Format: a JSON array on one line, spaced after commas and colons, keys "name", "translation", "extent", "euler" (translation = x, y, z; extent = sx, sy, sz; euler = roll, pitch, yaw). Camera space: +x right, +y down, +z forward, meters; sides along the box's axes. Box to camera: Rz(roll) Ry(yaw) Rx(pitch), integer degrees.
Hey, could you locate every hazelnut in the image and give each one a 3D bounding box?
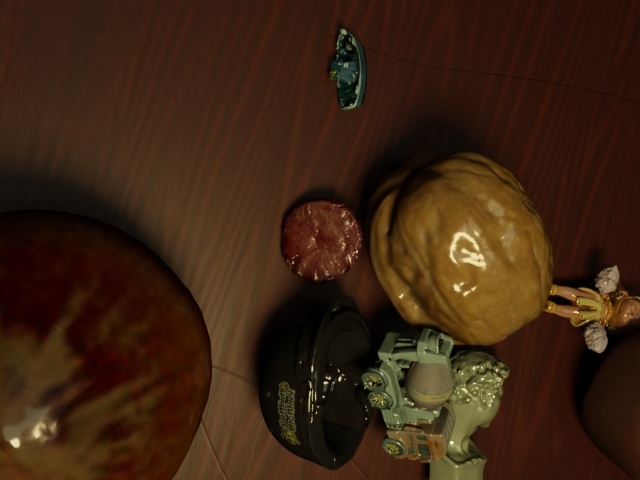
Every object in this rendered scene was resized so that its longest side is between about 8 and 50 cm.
[{"name": "hazelnut", "translation": [-0.334, 0.158, 0.827], "extent": [0.402, 0.402, 0.429], "euler": [-32, 97, -16]}]

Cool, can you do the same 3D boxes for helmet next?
[{"name": "helmet", "translation": [-0.017, 0.227, 1.026], "extent": [0.230, 0.161, 0.278], "euler": [-28, 113, -57]}]

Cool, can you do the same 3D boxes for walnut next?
[{"name": "walnut", "translation": [0.237, 0.019, 1.052], "extent": [0.306, 0.306, 0.343], "euler": [-33, 110, -16]}]

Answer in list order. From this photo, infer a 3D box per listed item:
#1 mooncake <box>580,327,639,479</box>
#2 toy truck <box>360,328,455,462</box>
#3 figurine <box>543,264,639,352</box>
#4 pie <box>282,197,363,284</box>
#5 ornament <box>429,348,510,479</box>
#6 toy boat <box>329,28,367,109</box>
[{"name": "mooncake", "translation": [0.681, 0.326, 1.245], "extent": [0.334, 0.174, 0.325], "euler": [0, 115, -30]}, {"name": "toy truck", "translation": [0.164, 0.256, 1.047], "extent": [0.108, 0.140, 0.256], "euler": [-53, 134, -49]}, {"name": "figurine", "translation": [0.563, 0.138, 1.270], "extent": [0.240, 0.116, 0.174], "euler": [13, 86, -27]}, {"name": "pie", "translation": [0.000, 0.000, 1.069], "extent": [0.155, 0.036, 0.154], "euler": [0, 90, 15]}, {"name": "ornament", "translation": [0.261, 0.341, 1.169], "extent": [0.130, 0.120, 0.285], "euler": [24, 83, -40]}, {"name": "toy boat", "translation": [0.047, -0.297, 1.089], "extent": [0.061, 0.060, 0.137], "euler": [-3, 98, -41]}]
